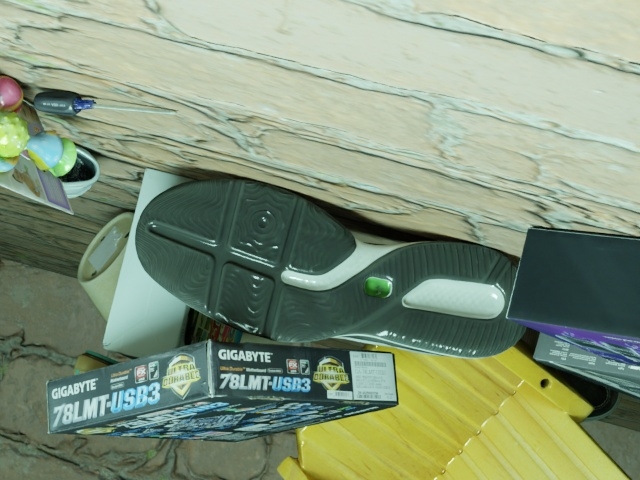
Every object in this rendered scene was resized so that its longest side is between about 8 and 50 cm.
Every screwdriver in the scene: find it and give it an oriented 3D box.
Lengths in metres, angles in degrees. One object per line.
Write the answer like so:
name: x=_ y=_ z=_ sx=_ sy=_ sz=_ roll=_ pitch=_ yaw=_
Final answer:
screwdriver: x=-0.208 y=-0.133 z=1.634 sx=0.170 sy=0.025 sz=0.024 roll=2 pitch=166 yaw=28

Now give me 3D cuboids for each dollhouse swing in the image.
dollhouse swing: x=0.185 y=0.311 z=2.185 sx=0.315 sy=0.347 sz=0.305 roll=37 pitch=-170 yaw=-27

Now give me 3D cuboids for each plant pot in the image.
plant pot: x=-0.214 y=0.087 z=2.481 sx=0.274 sy=0.256 sz=0.256 roll=38 pitch=163 yaw=-27

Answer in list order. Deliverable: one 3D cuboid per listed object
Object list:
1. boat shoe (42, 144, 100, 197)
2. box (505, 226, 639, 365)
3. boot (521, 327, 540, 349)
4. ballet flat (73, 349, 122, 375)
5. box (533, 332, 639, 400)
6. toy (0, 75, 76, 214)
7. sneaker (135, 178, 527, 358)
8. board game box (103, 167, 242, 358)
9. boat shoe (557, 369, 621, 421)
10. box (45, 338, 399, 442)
boat shoe: x=-0.361 y=-0.105 z=1.947 sx=0.227 sy=0.079 sz=0.081 roll=14 pitch=165 yaw=-26
box: x=0.340 y=0.068 z=1.616 sx=0.184 sy=0.103 sz=0.261 roll=19 pitch=172 yaw=-40
boot: x=0.220 y=0.191 z=2.373 sx=0.152 sy=0.197 sz=0.073 roll=9 pitch=178 yaw=-6
ballet flat: x=-0.217 y=0.202 z=2.141 sx=0.232 sy=0.073 sz=0.080 roll=21 pitch=172 yaw=-33
box: x=0.463 y=0.166 z=2.144 sx=0.242 sy=0.076 sz=0.307 roll=22 pitch=171 yaw=-34
toy: x=-0.313 y=-0.120 z=1.665 sx=0.056 sy=0.137 sz=0.237 roll=-29 pitch=156 yaw=13
sneaker: x=0.005 y=0.060 z=1.963 sx=0.447 sy=0.169 sz=0.257 roll=14 pitch=169 yaw=-2
board game box: x=-0.164 y=0.057 z=2.114 sx=0.097 sy=0.224 sz=0.303 roll=12 pitch=172 yaw=11
boat shoe: x=0.294 y=0.186 z=2.467 sx=0.335 sy=0.121 sz=0.119 roll=19 pitch=176 yaw=-10
box: x=-0.113 y=0.177 z=1.942 sx=0.293 sy=0.073 sz=0.295 roll=10 pitch=160 yaw=-43
